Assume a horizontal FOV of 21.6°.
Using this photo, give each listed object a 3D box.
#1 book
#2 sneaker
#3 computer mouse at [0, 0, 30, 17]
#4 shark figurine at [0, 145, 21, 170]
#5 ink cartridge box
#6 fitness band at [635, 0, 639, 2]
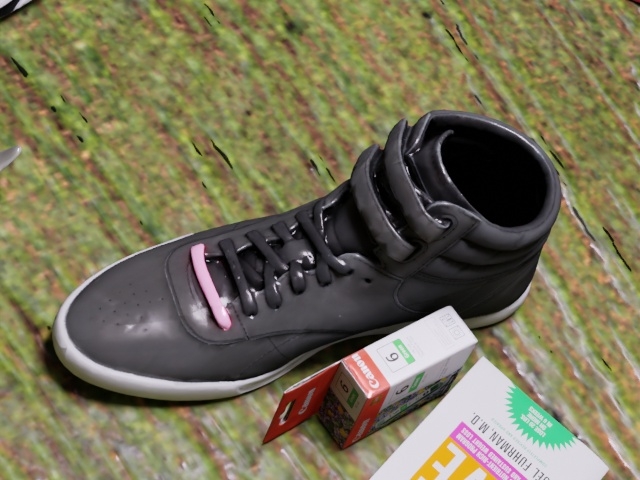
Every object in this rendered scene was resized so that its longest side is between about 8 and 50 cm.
[{"bbox_3d":[0.081,0.142,0.916,0.096,0.035,0.144,40,54,9],"label":"book"},{"bbox_3d":[0.000,0.000,0.919,0.295,0.147,0.104,-10,61,-20],"label":"sneaker"},{"bbox_3d":[-0.193,-0.189,1.066,0.106,0.042,0.193,38,49,7],"label":"computer mouse"},{"bbox_3d":[-0.284,-0.133,0.944,0.166,0.116,0.278,-16,74,14],"label":"shark figurine"},{"bbox_3d":[0.027,0.083,0.919,0.115,0.063,0.029,-26,66,-28],"label":"ink cartridge box"},{"bbox_3d":[0.235,-0.273,1.233,0.291,0.054,0.209,31,53,6],"label":"fitness band"}]
